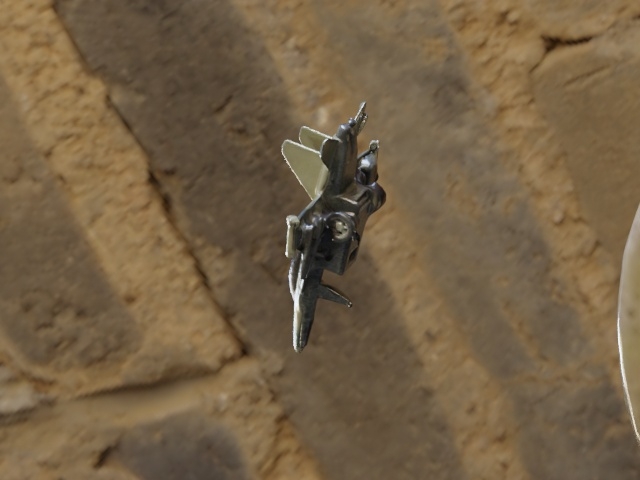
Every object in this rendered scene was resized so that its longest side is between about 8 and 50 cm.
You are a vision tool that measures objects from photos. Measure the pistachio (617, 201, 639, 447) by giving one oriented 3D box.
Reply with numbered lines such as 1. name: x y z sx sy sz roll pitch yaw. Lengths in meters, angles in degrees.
1. pistachio: 0.231 0.010 0.329 0.321 0.229 0.238 -8 -80 -2

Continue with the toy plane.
1. toy plane: 0.010 0.003 1.402 0.088 0.192 0.262 14 -59 22
